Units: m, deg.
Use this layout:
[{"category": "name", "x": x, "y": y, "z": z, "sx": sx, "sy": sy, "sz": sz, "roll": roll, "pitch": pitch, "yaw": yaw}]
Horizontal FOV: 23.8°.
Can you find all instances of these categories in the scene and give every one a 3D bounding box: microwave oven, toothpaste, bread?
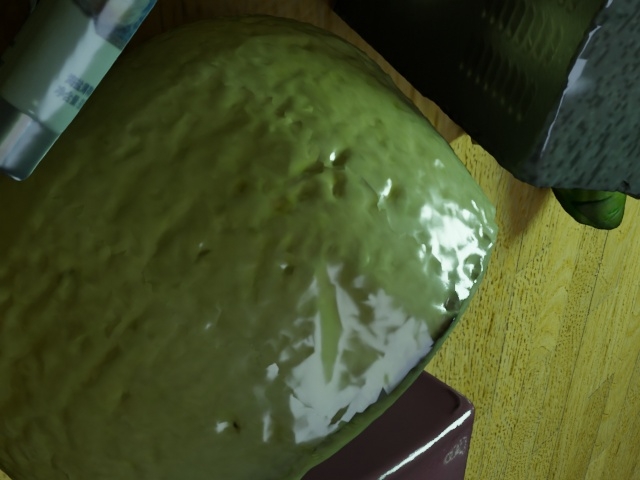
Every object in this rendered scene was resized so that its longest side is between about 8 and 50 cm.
[{"category": "microwave oven", "x": 0.281, "y": -0.204, "z": 1.018, "sx": 0.432, "sy": 0.236, "sz": 0.374, "roll": 2, "pitch": 124, "yaw": -35}, {"category": "toothpaste", "x": -0.071, "y": -0.131, "z": 0.635, "sx": 0.239, "sy": 0.039, "sz": 0.062, "roll": -55, "pitch": 157, "yaw": 3}, {"category": "bread", "x": -0.063, "y": 0.024, "z": 0.877, "sx": 0.320, "sy": 0.237, "sz": 0.320, "roll": -41, "pitch": 176, "yaw": -3}]

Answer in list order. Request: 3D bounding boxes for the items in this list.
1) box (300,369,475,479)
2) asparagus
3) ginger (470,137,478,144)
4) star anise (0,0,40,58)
[{"category": "box", "x": -0.013, "y": 0.205, "z": 1.243, "sx": 0.294, "sy": 0.193, "sz": 0.167, "roll": -27, "pitch": 135, "yaw": -43}, {"category": "asparagus", "x": 0.248, "y": -0.115, "z": 1.397, "sx": 0.082, "sy": 0.085, "sz": 0.343, "roll": -50, "pitch": 153, "yaw": -16}, {"category": "ginger", "x": 0.139, "y": -0.117, "z": 1.258, "sx": 0.057, "sy": 0.044, "sz": 0.137, "roll": -35, "pitch": 152, "yaw": 2}, {"category": "star anise", "x": -0.146, "y": -0.168, "z": 0.634, "sx": 0.332, "sy": 0.117, "sz": 0.331, "roll": -39, "pitch": 158, "yaw": -18}]
